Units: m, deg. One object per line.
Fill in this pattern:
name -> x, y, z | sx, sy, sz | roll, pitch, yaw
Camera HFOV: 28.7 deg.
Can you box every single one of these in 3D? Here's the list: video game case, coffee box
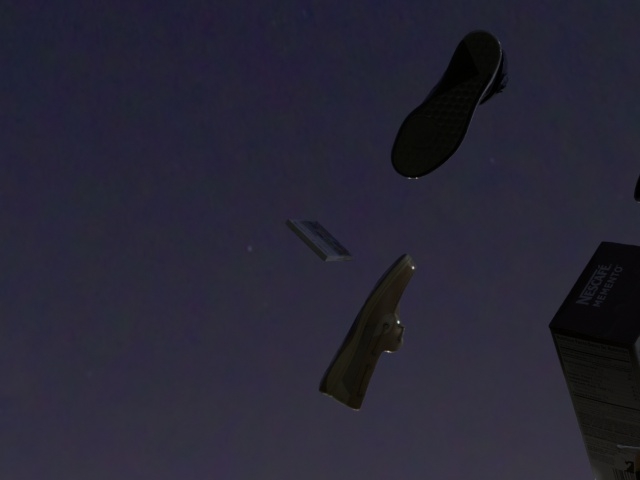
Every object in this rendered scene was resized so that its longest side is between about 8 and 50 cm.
video game case -> 0.000, 0.000, 1.932 | 0.011, 0.087, 0.122 | -50, -16, 13
coffee box -> 0.410, 0.170, 1.620 | 0.119, 0.168, 0.297 | 10, -44, 38

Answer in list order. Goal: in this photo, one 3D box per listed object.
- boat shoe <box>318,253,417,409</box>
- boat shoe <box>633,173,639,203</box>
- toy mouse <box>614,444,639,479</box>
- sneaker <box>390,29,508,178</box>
boat shoe -> 0.108, 0.169, 2.317 | 0.098, 0.302, 0.109 | 30, 1, 2
boat shoe -> 0.487, -0.132, 1.698 | 0.069, 0.081, 0.227 | 2, -47, -7
toy mouse -> 0.285, 0.147, 0.841 | 0.143, 0.031, 0.161 | -11, -34, 22
sneaker -> 0.186, -0.186, 1.754 | 0.226, 0.086, 0.163 | -55, -6, 11
